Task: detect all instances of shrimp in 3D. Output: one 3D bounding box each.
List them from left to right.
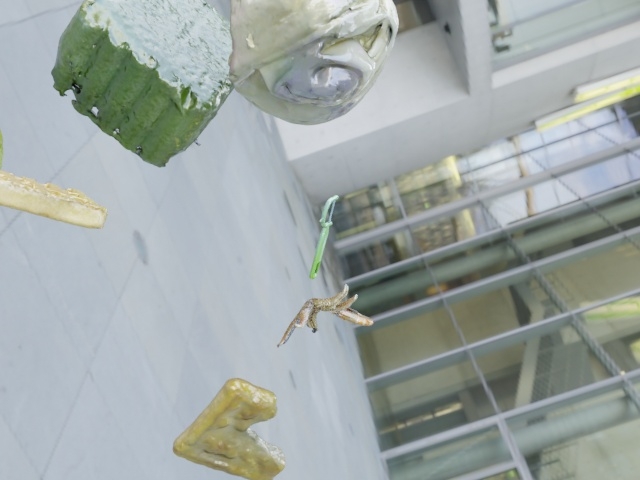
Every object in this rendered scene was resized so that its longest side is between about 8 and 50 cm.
[{"bbox_3d":[0.069,0.181,1.859,0.127,0.025,0.091,19,5,-32],"label":"shrimp"}]

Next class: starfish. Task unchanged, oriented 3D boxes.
[{"bbox_3d":[-0.014,0.111,1.133,0.041,0.133,0.130,60,-12,13],"label":"starfish"}]

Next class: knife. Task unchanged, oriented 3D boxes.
[{"bbox_3d":[0.001,0.000,1.696,0.054,0.015,0.212,-32,143,-53],"label":"knife"}]

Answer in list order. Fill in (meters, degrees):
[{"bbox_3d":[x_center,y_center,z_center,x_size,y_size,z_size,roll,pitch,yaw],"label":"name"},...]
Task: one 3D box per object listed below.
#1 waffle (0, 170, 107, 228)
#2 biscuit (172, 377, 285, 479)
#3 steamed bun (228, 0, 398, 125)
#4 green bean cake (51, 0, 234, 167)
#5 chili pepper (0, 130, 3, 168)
[{"bbox_3d":[-0.582,-0.090,1.567,0.221,0.247,0.055,23,-84,57],"label":"waffle"},{"bbox_3d":[-0.107,0.282,1.126,0.174,0.183,0.039,24,31,-21],"label":"biscuit"},{"bbox_3d":[-0.017,-0.289,1.208,0.280,0.267,0.207,105,-12,-49],"label":"steamed bun"},{"bbox_3d":[-0.323,-0.349,1.511,0.335,0.218,0.319,41,36,-13],"label":"green bean cake"},{"bbox_3d":[-0.303,-0.116,0.665,0.208,0.043,0.049,-124,-165,-45],"label":"chili pepper"}]
